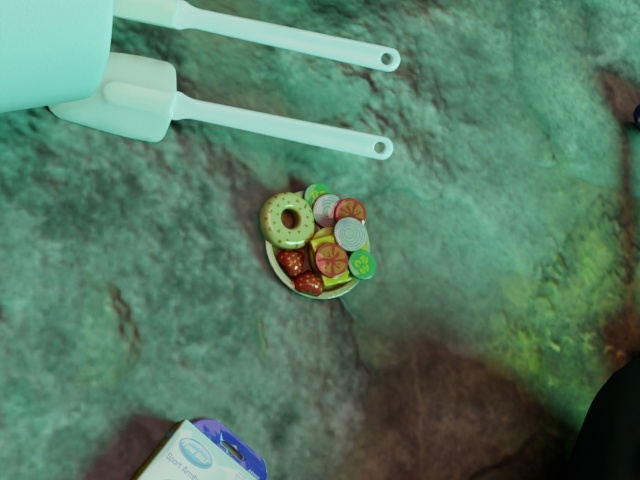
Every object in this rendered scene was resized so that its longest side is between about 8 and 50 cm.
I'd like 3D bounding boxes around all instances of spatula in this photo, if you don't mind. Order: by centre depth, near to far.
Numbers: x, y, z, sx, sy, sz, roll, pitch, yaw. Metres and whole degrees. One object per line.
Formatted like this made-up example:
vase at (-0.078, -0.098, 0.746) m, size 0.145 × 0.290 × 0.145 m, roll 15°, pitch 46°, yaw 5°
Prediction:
spatula at (-0.051, -0.140, 0.580) m, size 0.242 × 0.019 × 0.168 m, roll 10°, pitch 96°, yaw -14°

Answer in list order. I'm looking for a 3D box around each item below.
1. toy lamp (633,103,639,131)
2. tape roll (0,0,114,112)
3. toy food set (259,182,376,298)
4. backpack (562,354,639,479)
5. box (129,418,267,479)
toy lamp at (0.299, 0.015, 0.698) m, size 0.080 × 0.080 × 0.275 m, roll 12°, pitch 69°, yaw -19°
tape roll at (-0.196, -0.206, 0.437) m, size 0.100 × 0.286 × 0.286 m, roll -13°, pitch 81°, yaw -25°
toy food set at (0.000, 0.000, 0.606) m, size 0.082 × 0.020 × 0.083 m, roll -15°, pitch 81°, yaw -26°
backpack at (0.315, 0.279, 0.550) m, size 0.355 × 0.273 × 0.290 m, roll 20°, pitch 64°, yaw 7°
box at (-0.087, 0.175, 0.517) m, size 0.081 × 0.028 × 0.136 m, roll 42°, pitch 66°, yaw -7°
